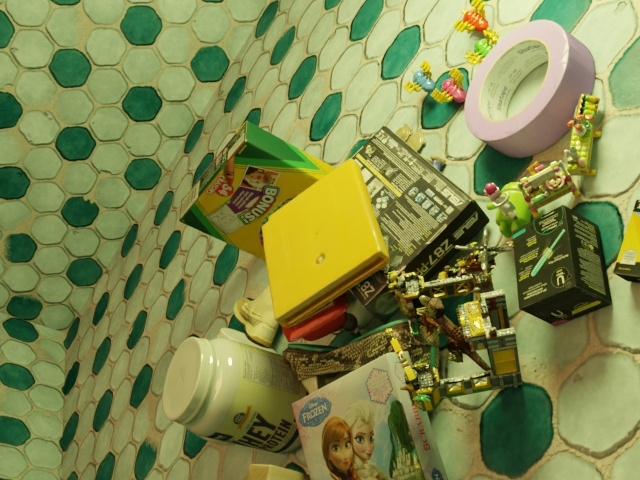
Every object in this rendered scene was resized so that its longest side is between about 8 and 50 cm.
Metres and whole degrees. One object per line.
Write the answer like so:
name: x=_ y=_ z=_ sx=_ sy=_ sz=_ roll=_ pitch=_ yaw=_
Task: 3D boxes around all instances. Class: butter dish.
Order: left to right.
butter dish: x=-0.003 y=0.162 z=1.713 sx=0.159 sy=0.118 sz=0.160 roll=-31 pitch=41 yaw=7

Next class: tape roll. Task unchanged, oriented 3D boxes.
tape roll: x=0.430 y=-0.314 z=1.590 sx=0.275 sy=0.090 sz=0.275 roll=-39 pitch=39 yaw=40

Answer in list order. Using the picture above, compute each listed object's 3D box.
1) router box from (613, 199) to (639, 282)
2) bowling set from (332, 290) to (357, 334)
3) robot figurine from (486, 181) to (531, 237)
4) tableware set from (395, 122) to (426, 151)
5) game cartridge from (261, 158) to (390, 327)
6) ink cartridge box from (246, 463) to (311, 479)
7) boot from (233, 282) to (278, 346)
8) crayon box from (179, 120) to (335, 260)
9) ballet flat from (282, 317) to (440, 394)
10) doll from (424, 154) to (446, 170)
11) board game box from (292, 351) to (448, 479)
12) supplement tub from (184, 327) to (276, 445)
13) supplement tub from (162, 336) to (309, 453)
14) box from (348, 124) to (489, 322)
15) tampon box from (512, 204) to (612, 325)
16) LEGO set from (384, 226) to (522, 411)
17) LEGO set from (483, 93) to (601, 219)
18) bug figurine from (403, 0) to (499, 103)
router box: x=0.558 y=0.006 z=1.183 sx=0.179 sy=0.046 sz=0.133 roll=7 pitch=75 yaw=60
bowling set: x=0.010 y=0.088 z=1.854 sx=0.287 sy=0.154 sz=0.200 roll=-123 pitch=31 yaw=-53
robot figurine: x=0.382 y=-0.063 z=1.500 sx=0.101 sy=0.067 sz=0.115 roll=0 pitch=67 yaw=40
tableware set: x=0.203 y=-0.226 z=1.965 sx=0.169 sy=0.020 sz=0.141 roll=-55 pitch=33 yaw=16
game cartridge: x=0.000 y=0.000 z=1.700 sx=0.285 sy=0.052 sz=0.324 roll=-34 pitch=39 yaw=19
ink cartridge box: x=-0.077 y=0.612 z=1.619 sx=0.088 sy=0.193 sz=0.235 roll=-21 pitch=52 yaw=49
boot: x=-0.150 y=0.166 z=2.177 sx=0.204 sy=0.095 sz=0.262 roll=-58 pitch=22 yaw=4
crayon box: x=-0.183 y=-0.131 z=2.225 sx=0.363 sy=0.313 sz=0.106 roll=-45 pitch=32 yaw=33
ballet flat: x=0.070 y=0.291 z=1.678 sx=0.482 sy=0.164 sz=0.182 roll=-19 pitch=66 yaw=49
doll: x=0.241 y=-0.105 z=1.785 sx=0.129 sy=0.046 sz=0.189 roll=-3 pitch=66 yaw=59
board game box: x=0.094 y=0.424 z=1.509 sx=0.318 sy=0.065 sz=0.318 roll=-37 pitch=60 yaw=41
supplement tub: x=-0.251 y=0.395 z=2.068 sx=0.191 sy=0.191 sz=0.272 roll=26 pitch=91 yaw=61
supplement tub: x=-0.192 y=0.371 z=1.847 sx=0.235 sy=0.324 sz=0.236 roll=-38 pitch=41 yaw=43
box: x=0.143 y=-0.051 z=1.714 sx=0.318 sy=0.097 sz=0.395 roll=-44 pitch=40 yaw=4
tampon box: x=0.417 y=0.046 z=1.328 sx=0.120 sy=0.101 sz=0.161 roll=-33 pitch=43 yaw=44
LEGO set: x=0.237 y=0.129 z=1.389 sx=0.254 sy=0.192 sz=0.331 roll=-6 pitch=47 yaw=15
LEGO set: x=0.433 y=-0.158 z=1.404 sx=0.287 sy=0.107 sz=0.132 roll=-47 pitch=52 yaw=3
bug figurine: x=0.334 y=-0.439 z=1.856 sx=0.279 sy=0.072 sz=0.216 roll=-48 pitch=39 yaw=20
